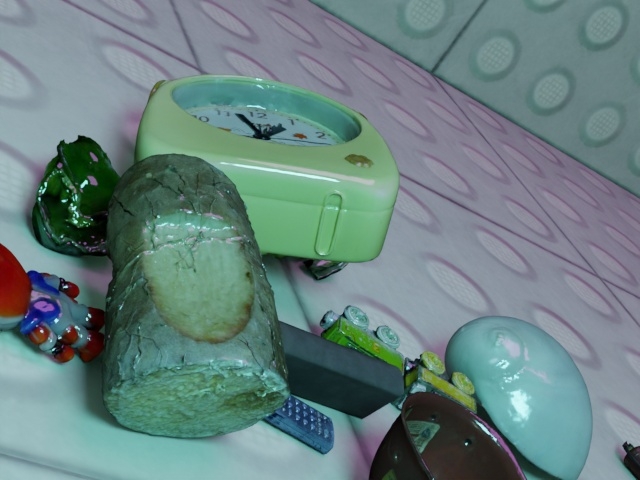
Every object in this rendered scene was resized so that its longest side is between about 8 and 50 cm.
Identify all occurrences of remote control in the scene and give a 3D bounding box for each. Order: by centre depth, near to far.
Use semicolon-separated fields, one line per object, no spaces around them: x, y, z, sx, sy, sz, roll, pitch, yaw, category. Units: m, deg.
-0.052;0.145;0.959;0.153;0.027;0.043;32;16;-17;remote control

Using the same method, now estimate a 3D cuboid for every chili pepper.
-0.230;-0.050;1.050;0.108;0.062;0.216;36;18;-22;chili pepper

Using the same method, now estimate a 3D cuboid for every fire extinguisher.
0.439;0.313;1.388;0.056;0.039;0.132;26;21;-53;fire extinguisher

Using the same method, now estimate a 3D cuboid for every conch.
0.243;0.182;1.233;0.221;0.121;0.185;43;38;-6;conch

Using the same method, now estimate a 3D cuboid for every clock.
-0.071;-0.101;1.236;0.286;0.117;0.348;8;24;-10;clock

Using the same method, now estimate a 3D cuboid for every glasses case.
-0.011;0.121;1.011;0.191;0.072;0.042;24;40;-31;glasses case

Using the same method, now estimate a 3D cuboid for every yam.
-0.108;0.055;0.867;0.154;0.154;0.254;25;29;-30;yam

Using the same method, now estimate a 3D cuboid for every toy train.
0.084;0.144;1.142;0.202;0.060;0.081;32;27;-12;toy train

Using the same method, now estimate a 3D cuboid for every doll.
-0.252;0.037;0.817;0.195;0.062;0.104;31;48;-34;doll

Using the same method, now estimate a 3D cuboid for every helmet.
0.108;0.230;0.915;0.175;0.106;0.155;46;24;19;helmet

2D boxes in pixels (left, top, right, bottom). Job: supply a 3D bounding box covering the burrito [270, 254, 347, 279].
0.000;0.000;1.336;0.104;0.054;0.288;46;20;19;burrito
